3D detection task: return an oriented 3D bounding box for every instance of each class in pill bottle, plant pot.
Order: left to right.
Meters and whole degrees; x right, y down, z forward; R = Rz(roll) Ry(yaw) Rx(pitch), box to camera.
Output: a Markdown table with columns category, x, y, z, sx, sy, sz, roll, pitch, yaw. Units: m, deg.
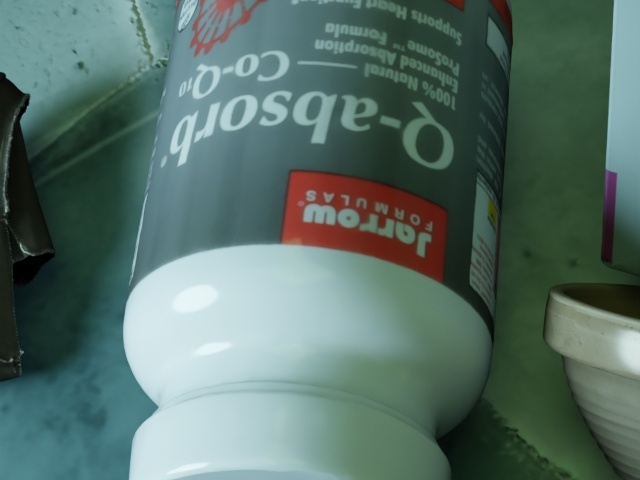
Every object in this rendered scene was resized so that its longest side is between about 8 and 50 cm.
| category | x | y | z | sx | sy | sz | roll | pitch | yaw |
| --- | --- | --- | --- | --- | --- | --- | --- | --- | --- |
| pill bottle | 0.000 | 0.000 | 1.110 | 0.210 | 0.210 | 0.363 | 0 | 59 | 10 |
| plant pot | 0.233 | 0.096 | 1.038 | 0.237 | 0.237 | 0.109 | 10 | 95 | 15 |

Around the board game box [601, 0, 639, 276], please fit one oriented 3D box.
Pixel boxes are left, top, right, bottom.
| category | x | y | z | sx | sy | sz | roll | pitch | yaw |
| --- | --- | --- | --- | --- | --- | --- | --- | --- | --- |
| board game box | 0.255 | -0.149 | 1.112 | 0.097 | 0.224 | 0.303 | 16 | 47 | 20 |

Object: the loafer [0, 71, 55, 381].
| category | x | y | z | sx | sy | sz | roll | pitch | yaw |
| --- | --- | --- | --- | --- | --- | --- | --- | --- | --- |
| loafer | -0.209 | -0.002 | 1.233 | 0.078 | 0.080 | 0.220 | 11 | 69 | -11 |
